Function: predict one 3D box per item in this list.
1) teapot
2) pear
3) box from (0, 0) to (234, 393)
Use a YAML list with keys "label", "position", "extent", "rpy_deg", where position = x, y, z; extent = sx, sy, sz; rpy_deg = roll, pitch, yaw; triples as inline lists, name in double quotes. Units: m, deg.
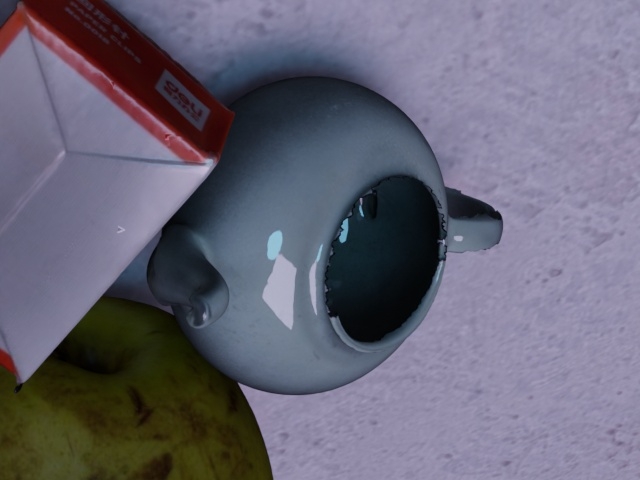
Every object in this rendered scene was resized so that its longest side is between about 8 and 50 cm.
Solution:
- label: "teapot"
  position: [0.000, 0.000, 0.857]
  extent: [0.294, 0.129, 0.193]
  rpy_deg: [-12, 112, -44]
- label: "pear"
  position: [-0.154, 0.177, 0.901]
  extent: [0.283, 0.284, 0.284]
  rpy_deg: [-15, 139, -13]
- label: "box"
  position: [-0.152, -0.035, 0.770]
  extent: [0.133, 0.099, 0.182]
  rpy_deg: [38, 111, -11]
